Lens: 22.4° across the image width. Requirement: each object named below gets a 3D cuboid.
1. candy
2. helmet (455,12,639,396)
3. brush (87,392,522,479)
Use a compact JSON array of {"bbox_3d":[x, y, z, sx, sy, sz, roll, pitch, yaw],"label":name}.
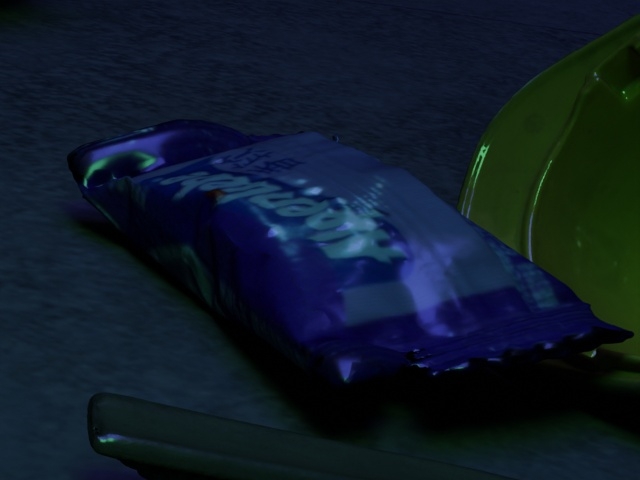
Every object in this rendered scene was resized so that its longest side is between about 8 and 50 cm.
[{"bbox_3d":[0.000,0.000,0.709,0.145,0.070,0.275,-9,26,-30],"label":"candy"},{"bbox_3d":[0.199,-0.001,0.708,0.257,0.205,0.140,-14,-37,42],"label":"helmet"},{"bbox_3d":[0.012,0.086,0.539,0.190,0.028,0.034,13,21,-19],"label":"brush"}]
